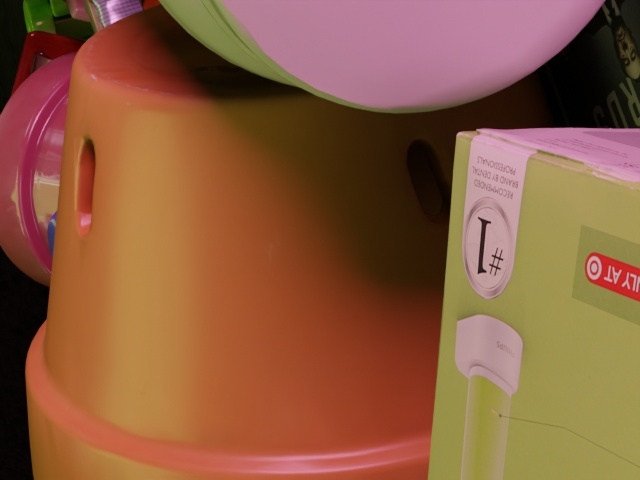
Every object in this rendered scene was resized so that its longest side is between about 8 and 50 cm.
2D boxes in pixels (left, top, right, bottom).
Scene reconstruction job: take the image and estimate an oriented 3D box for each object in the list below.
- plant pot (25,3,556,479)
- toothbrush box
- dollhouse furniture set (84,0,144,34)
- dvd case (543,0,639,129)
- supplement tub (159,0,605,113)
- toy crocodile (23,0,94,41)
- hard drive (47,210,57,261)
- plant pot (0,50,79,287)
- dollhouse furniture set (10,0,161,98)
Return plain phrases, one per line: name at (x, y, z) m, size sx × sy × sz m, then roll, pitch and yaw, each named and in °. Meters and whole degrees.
plant pot at (0.000, 0.000, 0.805) m, size 0.291 × 0.291 × 0.203 m, roll -134°, pitch 36°, yaw -62°
toothbrush box at (0.131, 0.118, 0.548) m, size 0.206 × 0.122 × 0.283 m, roll 24°, pitch 111°, yaw 60°
dollhouse furniture set at (-0.219, -0.272, 1.296) m, size 0.198 × 0.303 × 0.286 m, roll 158°, pitch 96°, yaw -77°
dvd case at (0.129, -0.100, 0.711) m, size 0.179 × 0.029 × 0.239 m, roll 126°, pitch 128°, yaw -73°
supplement tub at (-0.005, -0.171, 0.694) m, size 0.272 × 0.191 × 0.191 m, roll -129°, pitch 27°, yaw -61°
toy crocodile at (-0.261, -0.284, 1.831) m, size 0.340 × 0.115 × 0.105 m, roll 109°, pitch 144°, yaw -67°
hard drive at (-0.077, -0.019, 1.156) m, size 0.319 × 0.040 × 0.210 m, roll -59°, pitch -28°, yaw -48°
plant pot at (-0.132, -0.044, 1.366) m, size 0.180 × 0.201 × 0.201 m, roll 12°, pitch 120°, yaw 47°
dollhouse furniture set at (-0.241, -0.139, 1.509) m, size 0.135 × 0.259 × 0.262 m, roll -134°, pitch 59°, yaw -64°
